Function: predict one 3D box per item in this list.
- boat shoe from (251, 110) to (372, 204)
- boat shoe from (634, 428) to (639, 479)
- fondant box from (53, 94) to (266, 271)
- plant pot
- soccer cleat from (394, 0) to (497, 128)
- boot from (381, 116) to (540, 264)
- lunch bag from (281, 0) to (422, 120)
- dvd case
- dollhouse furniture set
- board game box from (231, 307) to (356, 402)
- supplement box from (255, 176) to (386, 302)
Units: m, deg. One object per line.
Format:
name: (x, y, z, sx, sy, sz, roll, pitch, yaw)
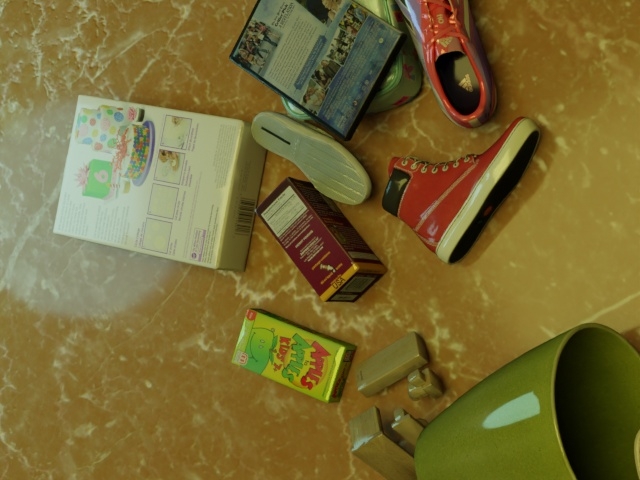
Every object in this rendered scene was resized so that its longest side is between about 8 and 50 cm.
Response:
boat shoe: (0.000, -0.139, 2.079, 0.226, 0.076, 0.083, 38, 122, 18)
boat shoe: (0.453, 0.380, 1.651, 0.112, 0.095, 0.335, -8, 82, 31)
fondant box: (-0.262, -0.095, 2.198, 0.330, 0.096, 0.238, 11, 91, 26)
plant pot: (0.281, 0.281, 1.829, 0.293, 0.275, 0.275, -23, 76, 41)
soccer cleat: (0.173, -0.312, 1.935, 0.108, 0.116, 0.318, -20, 96, 10)
boot: (0.196, -0.111, 1.977, 0.176, 0.088, 0.244, 43, 108, 24)
lunch bag: (0.027, -0.317, 2.060, 0.224, 0.108, 0.279, -13, 81, 25)
dvd case: (-0.009, -0.288, 2.005, 0.253, 0.022, 0.180, 37, 109, 26)
dollhouse furniture set: (0.130, 0.254, 2.014, 0.144, 0.123, 0.151, -33, 38, 21)
board game box: (-0.043, 0.178, 2.096, 0.181, 0.043, 0.092, 20, 95, 26)
supplement box: (0.000, 0.000, 2.053, 0.081, 0.104, 0.188, -45, 68, 18)
